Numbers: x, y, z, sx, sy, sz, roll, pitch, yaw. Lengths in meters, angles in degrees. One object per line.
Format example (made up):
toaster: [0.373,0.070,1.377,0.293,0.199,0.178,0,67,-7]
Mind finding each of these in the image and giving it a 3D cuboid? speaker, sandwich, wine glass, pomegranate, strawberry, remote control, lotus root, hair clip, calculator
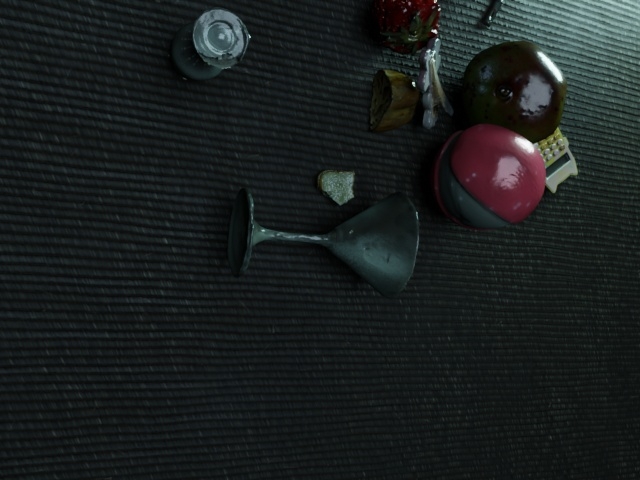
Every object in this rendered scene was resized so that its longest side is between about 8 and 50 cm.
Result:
speaker: [0.439,-0.164,1.660,0.294,0.294,0.294,-3,96,-25]
sandwich: [0.037,-0.135,1.621,0.105,0.036,0.093,2,95,-25]
wine glass: [0.000,0.000,1.505,0.406,0.267,0.267,3,93,-22]
wine glass: [-0.245,-0.407,1.346,0.127,0.241,0.126,-2,95,-26]
pomegranate: [0.515,-0.397,1.738,0.291,0.323,0.290,1,107,5]
strawberry: [0.209,-0.576,1.596,0.187,0.184,0.201,4,69,-28]
remote control: [0.490,-0.649,1.801,0.034,0.016,0.091,32,80,-20]
lotus root: [0.197,-0.364,1.648,0.135,0.095,0.159,-12,106,-28]
hair clip: [0.291,-0.396,1.643,0.146,0.075,0.257,-58,143,-28]
calculator: [0.687,-0.272,1.924,0.157,0.033,0.236,-35,106,-18]
